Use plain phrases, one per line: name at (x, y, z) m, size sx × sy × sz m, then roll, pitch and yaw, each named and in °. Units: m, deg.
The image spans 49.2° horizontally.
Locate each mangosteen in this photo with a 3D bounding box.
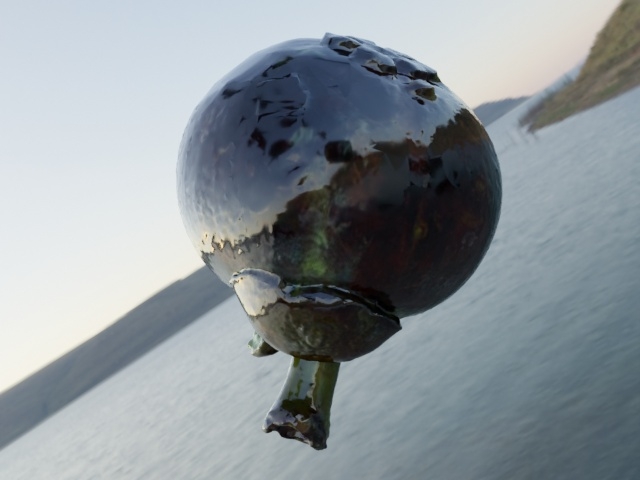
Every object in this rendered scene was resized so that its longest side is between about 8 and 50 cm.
mangosteen at (0.000, 0.000, 0.502) m, size 0.231 × 0.231 × 0.289 m, roll -36°, pitch -37°, yaw -81°
